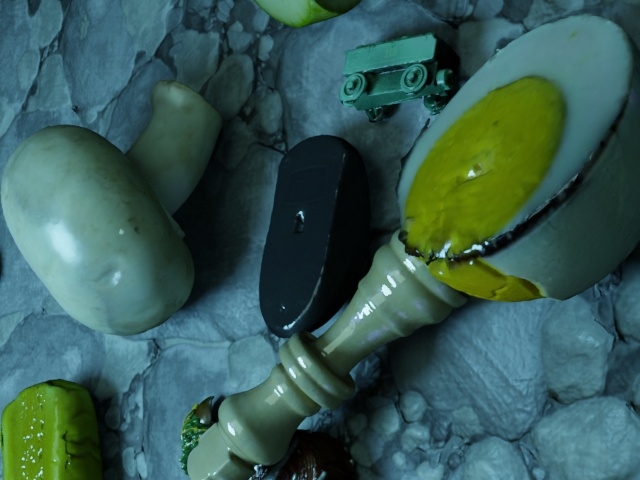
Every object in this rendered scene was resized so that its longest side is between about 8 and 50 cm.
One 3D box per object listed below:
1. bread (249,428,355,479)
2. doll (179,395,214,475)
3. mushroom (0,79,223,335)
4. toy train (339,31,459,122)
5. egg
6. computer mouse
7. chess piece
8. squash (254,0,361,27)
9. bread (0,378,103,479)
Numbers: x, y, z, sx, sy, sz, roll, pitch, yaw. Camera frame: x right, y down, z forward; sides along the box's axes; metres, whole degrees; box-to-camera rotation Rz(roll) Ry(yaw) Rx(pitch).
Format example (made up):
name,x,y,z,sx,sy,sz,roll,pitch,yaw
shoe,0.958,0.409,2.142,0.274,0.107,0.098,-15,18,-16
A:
name,x,y,z,sx,sy,sz,roll,pitch,yaw
bread,-0.031,0.312,1.619,0.160,0.073,0.160,-10,74,38
doll,-0.167,0.259,1.746,0.113,0.077,0.078,53,123,36
mushroom,-0.305,-0.047,1.796,0.315,0.315,0.356,-6,84,40
toy train,0.097,-0.207,1.637,0.172,0.070,0.099,-4,67,40
egg,0.247,-0.062,1.381,0.337,0.201,0.337,-38,32,30
computer mouse,0.000,0.000,1.657,0.138,0.086,0.269,-8,67,45
chess piece,-0.007,0.155,1.548,0.397,0.117,0.117,-43,54,9
squash,-0.060,-0.332,1.773,0.252,0.093,0.169,-5,32,39
bread,-0.371,0.389,1.868,0.166,0.112,0.383,-22,65,33
